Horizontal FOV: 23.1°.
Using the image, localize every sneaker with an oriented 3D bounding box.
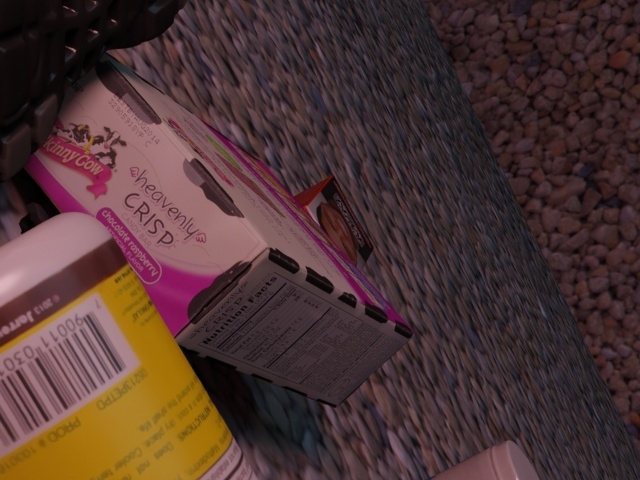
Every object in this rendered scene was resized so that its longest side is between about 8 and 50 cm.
[{"bbox_3d":[-0.154,-0.100,0.703,0.267,0.106,0.101,-48,149,-53],"label":"sneaker"}]

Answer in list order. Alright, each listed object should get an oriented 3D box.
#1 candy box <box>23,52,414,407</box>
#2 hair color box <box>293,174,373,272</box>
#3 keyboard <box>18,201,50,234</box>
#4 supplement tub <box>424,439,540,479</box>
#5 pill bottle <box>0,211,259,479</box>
[{"bbox_3d":[-0.055,-0.001,0.846,0.159,0.071,0.233,48,6,25],"label":"candy box"},{"bbox_3d":[0.000,0.000,1.198,0.072,0.043,0.141,60,14,-7],"label":"hair color box"},{"bbox_3d":[-0.022,0.133,0.678,0.317,0.033,0.201,52,-14,20],"label":"keyboard"},{"bbox_3d":[0.091,0.182,1.012,0.071,0.107,0.071,56,14,-21],"label":"supplement tub"},{"bbox_3d":[-0.073,0.107,0.529,0.215,0.117,0.117,60,13,-5],"label":"pill bottle"}]
